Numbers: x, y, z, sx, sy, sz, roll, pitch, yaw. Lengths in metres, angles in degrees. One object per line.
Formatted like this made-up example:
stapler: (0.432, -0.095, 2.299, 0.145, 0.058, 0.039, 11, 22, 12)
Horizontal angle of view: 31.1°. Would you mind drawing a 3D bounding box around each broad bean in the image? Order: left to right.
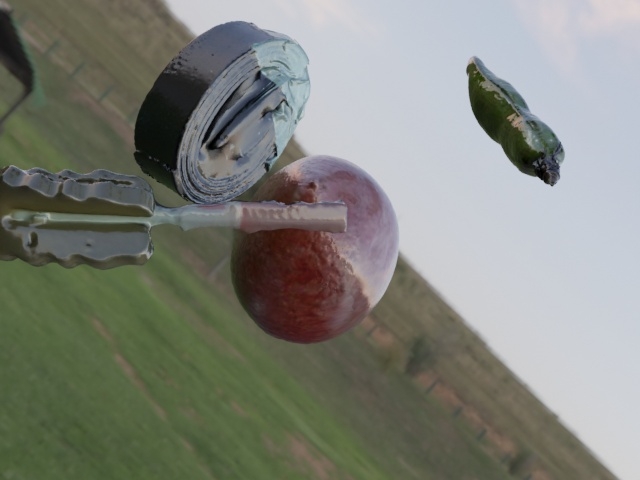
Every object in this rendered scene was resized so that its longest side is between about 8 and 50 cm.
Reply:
broad bean: (0.243, -0.147, 1.454, 0.339, 0.061, 0.077, -116, -175, -55)

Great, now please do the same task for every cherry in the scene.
cherry: (0.004, 0.007, 1.407, 0.206, 0.239, 0.239, 39, -4, -14)

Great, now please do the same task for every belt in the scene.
belt: (-0.091, -0.128, 1.152, 0.078, 0.198, 0.151, 31, -11, 36)

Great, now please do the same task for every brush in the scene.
brush: (-0.122, -0.018, 0.967, 0.301, 0.084, 0.071, 1, 26, -13)
